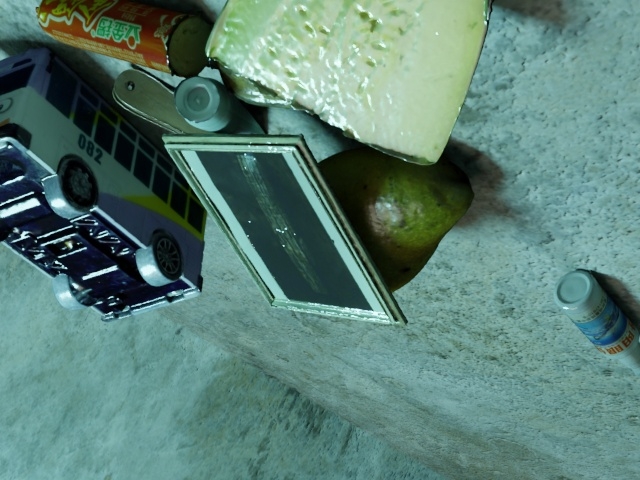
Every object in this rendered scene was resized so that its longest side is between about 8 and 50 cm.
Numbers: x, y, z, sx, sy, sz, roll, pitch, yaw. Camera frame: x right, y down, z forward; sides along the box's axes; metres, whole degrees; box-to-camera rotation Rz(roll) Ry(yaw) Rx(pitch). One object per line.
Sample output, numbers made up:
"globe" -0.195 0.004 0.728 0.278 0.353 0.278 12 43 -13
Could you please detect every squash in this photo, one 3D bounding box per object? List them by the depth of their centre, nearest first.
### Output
"squash" 0.027 -0.194 0.973 0.236 0.204 0.155 27 -173 6

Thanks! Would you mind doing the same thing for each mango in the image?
"mango" 0.056 -0.023 1.430 0.176 0.176 0.329 -7 170 -16

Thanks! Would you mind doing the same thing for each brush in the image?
"brush" -0.135 -0.129 1.599 0.327 0.070 0.065 32 174 -6

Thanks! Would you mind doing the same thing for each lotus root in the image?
"lotus root" -0.045 -0.184 1.240 0.179 0.080 0.089 15 146 37

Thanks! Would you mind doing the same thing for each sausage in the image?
"sausage" -0.244 -0.249 1.380 0.264 0.083 0.083 19 161 33

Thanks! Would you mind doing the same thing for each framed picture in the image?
"framed picture" -0.044 -0.010 1.386 0.231 0.018 0.293 5 137 43

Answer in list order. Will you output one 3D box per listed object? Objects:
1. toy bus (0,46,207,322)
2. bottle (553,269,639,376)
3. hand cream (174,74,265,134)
"toy bus" -0.373 -0.083 1.781 0.209 0.249 0.440 -17 141 27
"bottle" 0.370 0.113 1.504 0.060 0.060 0.217 11 158 45
"hand cream" -0.118 -0.156 1.405 0.085 0.058 0.331 23 -175 3
